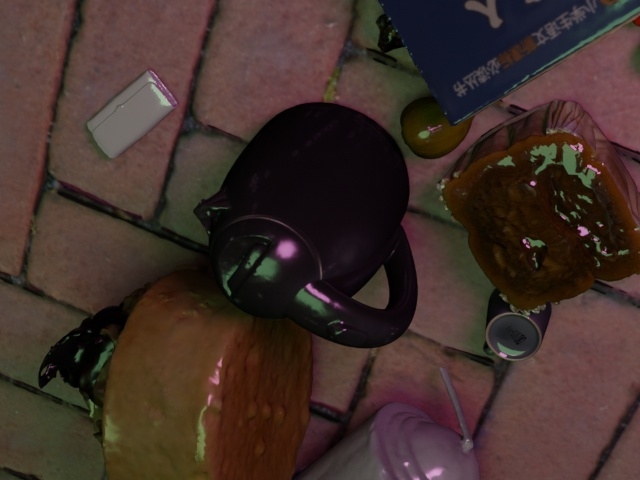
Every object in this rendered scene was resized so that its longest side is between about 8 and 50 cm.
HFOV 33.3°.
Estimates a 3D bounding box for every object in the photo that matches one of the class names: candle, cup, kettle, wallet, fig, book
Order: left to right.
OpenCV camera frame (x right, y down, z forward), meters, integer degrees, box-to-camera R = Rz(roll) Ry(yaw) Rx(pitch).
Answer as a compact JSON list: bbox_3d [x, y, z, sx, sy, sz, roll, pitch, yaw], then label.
[{"bbox_3d":[-0.240,-0.159,1.359,0.122,0.025,0.061,-34,94,28],"label":"wallet"},{"bbox_3d":[0.000,0.000,1.210,0.268,0.290,0.207,35,118,-2],"label":"kettle"},{"bbox_3d":[0.083,0.347,1.388,0.221,0.221,0.342,44,118,-6],"label":"candle"},{"bbox_3d":[0.135,-0.132,1.231,0.088,0.074,0.074,-19,109,5],"label":"fig"},{"bbox_3d":[0.153,-0.370,1.071,0.300,0.039,0.428,-31,86,27],"label":"book"},{"bbox_3d":[0.232,0.107,1.309,0.078,0.077,0.100,36,120,-1],"label":"cup"}]

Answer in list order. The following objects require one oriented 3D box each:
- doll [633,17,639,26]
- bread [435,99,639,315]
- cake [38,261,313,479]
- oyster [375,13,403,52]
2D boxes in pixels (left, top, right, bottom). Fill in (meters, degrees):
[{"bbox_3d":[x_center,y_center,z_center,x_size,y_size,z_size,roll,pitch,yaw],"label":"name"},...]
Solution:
[{"bbox_3d":[0.442,-0.241,1.085,0.245,0.076,0.142,-13,111,26],"label":"doll"},{"bbox_3d":[0.257,-0.033,1.218,0.192,0.110,0.209,-25,105,27],"label":"bread"},{"bbox_3d":[-0.202,0.188,1.350,0.321,0.332,0.332,6,116,23],"label":"cake"},{"bbox_3d":[0.208,-0.281,1.144,0.345,0.078,0.128,-22,115,22],"label":"oyster"}]
